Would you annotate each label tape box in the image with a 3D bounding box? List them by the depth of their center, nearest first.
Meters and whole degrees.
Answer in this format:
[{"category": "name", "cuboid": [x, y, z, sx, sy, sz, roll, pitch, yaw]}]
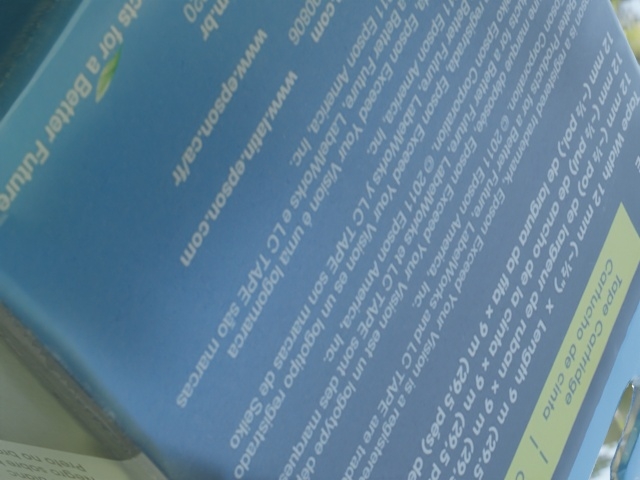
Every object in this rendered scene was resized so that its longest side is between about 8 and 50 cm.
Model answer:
[{"category": "label tape box", "cuboid": [0.000, 0.000, 0.546, 0.115, 0.347, 0.249, 7, -124, 34]}]
